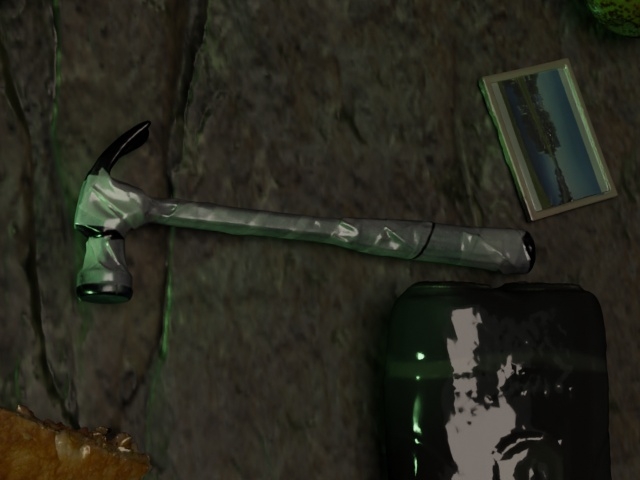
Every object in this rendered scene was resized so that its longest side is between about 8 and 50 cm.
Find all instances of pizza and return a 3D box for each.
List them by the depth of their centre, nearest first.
[{"bbox_3d":[-0.216,0.189,0.851,0.193,0.053,0.201,0,102,-44],"label":"pizza"}]

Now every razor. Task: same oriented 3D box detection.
[{"bbox_3d":[0.154,0.200,0.983,0.204,0.113,0.349,4,78,-21],"label":"razor"}]

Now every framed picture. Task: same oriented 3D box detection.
[{"bbox_3d":[0.223,-0.100,1.143,0.109,0.011,0.149,-16,83,-25],"label":"framed picture"}]

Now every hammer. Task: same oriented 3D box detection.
[{"bbox_3d":[0.000,0.000,1.011,0.427,0.044,0.152,9,73,-22],"label":"hammer"}]

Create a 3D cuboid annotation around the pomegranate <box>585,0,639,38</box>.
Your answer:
[{"bbox_3d":[0.310,-0.282,1.161,0.163,0.125,0.138,42,78,-8],"label":"pomegranate"}]
